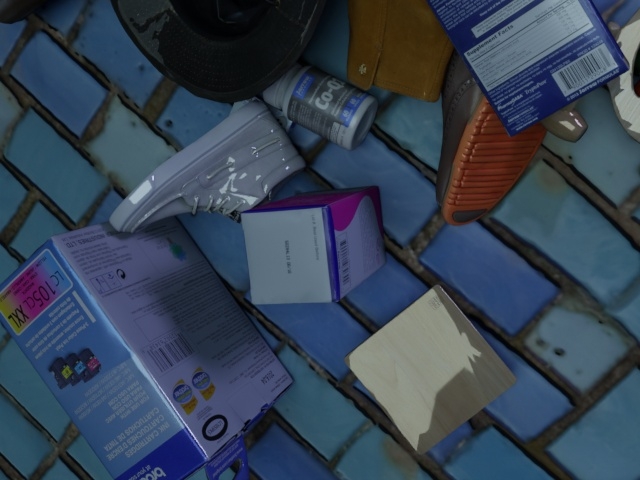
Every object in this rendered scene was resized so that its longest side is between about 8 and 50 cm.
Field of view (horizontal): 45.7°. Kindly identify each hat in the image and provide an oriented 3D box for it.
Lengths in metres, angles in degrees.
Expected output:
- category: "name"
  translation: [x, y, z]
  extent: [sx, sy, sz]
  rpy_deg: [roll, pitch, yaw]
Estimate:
- category: "hat"
  translation: [-0.099, -0.342, 0.920]
  extent: [0.331, 0.134, 0.331]
  rpy_deg: [9, 112, 24]

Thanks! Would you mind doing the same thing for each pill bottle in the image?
- category: "pill bottle"
  translation: [-0.001, -0.181, 0.992]
  extent: [0.137, 0.078, 0.078]
  rpy_deg: [29, 108, 12]

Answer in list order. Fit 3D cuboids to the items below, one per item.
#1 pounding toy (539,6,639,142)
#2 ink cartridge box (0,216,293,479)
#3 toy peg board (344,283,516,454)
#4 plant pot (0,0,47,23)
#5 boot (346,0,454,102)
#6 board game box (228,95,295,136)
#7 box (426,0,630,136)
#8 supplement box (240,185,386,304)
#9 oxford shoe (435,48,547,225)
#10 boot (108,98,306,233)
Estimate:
- category: "pounding toy"
  translation: [0.378, -0.182, 0.814]
  extent: [0.269, 0.155, 0.154]
  rpy_deg: [-46, 79, 21]
- category: "ink cartridge box"
  translation: [-0.209, 0.166, 1.026]
  extent: [0.151, 0.270, 0.395]
  rpy_deg: [-40, 85, 23]
- category: "toy peg board"
  translation: [0.145, 0.167, 1.016]
  extent: [0.160, 0.079, 0.161]
  rpy_deg: [-40, 86, 6]
- category: "plant pot"
  translation: [-0.419, -0.400, 1.065]
  extent: [0.165, 0.167, 0.167]
  rpy_deg: [-29, 89, 29]
- category: "boot"
  translation: [0.053, -0.301, 0.918]
  extent: [0.295, 0.104, 0.211]
  rpy_deg: [39, 127, 37]
- category: "board game box"
  translation: [-0.090, -0.151, 1.060]
  extent: [0.090, 0.020, 0.090]
  rpy_deg: [31, 107, 12]
- category: "box"
  translation: [0.195, -0.235, 0.772]
  extent: [0.136, 0.036, 0.225]
  rpy_deg: [-29, 101, 30]
- category: "supplement box"
  translation: [0.000, 0.000, 0.949]
  extent: [0.114, 0.220, 0.111]
  rpy_deg: [-3, 98, 21]
- category: "oxford shoe"
  translation: [0.201, -0.196, 0.916]
  extent: [0.132, 0.130, 0.364]
  rpy_deg: [38, 121, 44]
- category: "boot"
  translation: [-0.142, -0.063, 0.997]
  extent: [0.258, 0.095, 0.123]
  rpy_deg: [-39, 91, -4]
